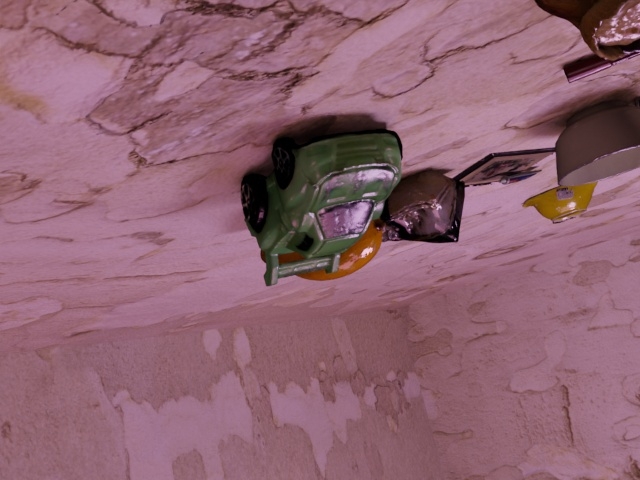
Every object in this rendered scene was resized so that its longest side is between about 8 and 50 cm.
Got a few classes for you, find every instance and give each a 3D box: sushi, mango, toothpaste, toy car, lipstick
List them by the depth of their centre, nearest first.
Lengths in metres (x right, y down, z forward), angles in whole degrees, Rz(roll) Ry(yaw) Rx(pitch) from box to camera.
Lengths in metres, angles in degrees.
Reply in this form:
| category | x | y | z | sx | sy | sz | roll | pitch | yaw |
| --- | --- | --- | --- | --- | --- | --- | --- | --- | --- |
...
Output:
| category | x | y | z | sx | sy | sz | roll | pitch | yaw |
| --- | --- | --- | --- | --- | --- | --- | --- | --- | --- |
| lipstick | 0.451 | -0.278 | 1.103 | 0.177 | 0.027 | 0.027 | -20 | 167 | 18 |
| toy car | 0.001 | -0.056 | 1.247 | 0.214 | 0.176 | 0.359 | -9 | 167 | -26 |
| mango | 0.000 | 0.000 | 1.512 | 0.317 | 0.176 | 0.119 | -7 | 147 | 40 |
| sushi | 0.157 | -0.066 | 1.568 | 0.273 | 0.134 | 0.109 | -4 | 161 | 32 |
| toothpaste | 0.444 | -0.142 | 1.673 | 0.140 | 0.021 | 0.037 | -14 | 170 | -38 |

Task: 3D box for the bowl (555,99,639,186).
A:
| category | x | y | z | sx | sy | sz | roll | pitch | yaw |
| --- | --- | --- | --- | --- | --- | --- | --- | --- | --- |
| bowl | 0.531 | -0.188 | 1.390 | 0.212 | 0.112 | 0.211 | -12 | 169 | -3 |

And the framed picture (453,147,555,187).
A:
| category | x | y | z | sx | sy | sz | roll | pitch | yaw |
| --- | --- | --- | --- | --- | --- | --- | --- | --- | --- |
| framed picture | 0.393 | -0.155 | 1.625 | 0.200 | 0.010 | 0.195 | -8 | 167 | -26 |

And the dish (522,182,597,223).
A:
| category | x | y | z | sx | sy | sz | roll | pitch | yaw |
| --- | --- | --- | --- | --- | --- | --- | --- | --- | --- |
| dish | 0.660 | -0.097 | 2.031 | 0.208 | 0.080 | 0.149 | -22 | 165 | 27 |

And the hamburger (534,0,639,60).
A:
| category | x | y | z | sx | sy | sz | roll | pitch | yaw |
| --- | --- | --- | --- | --- | --- | --- | --- | --- | --- |
| hamburger | 0.347 | -0.287 | 0.695 | 0.285 | 0.134 | 0.265 | -17 | 162 | -11 |

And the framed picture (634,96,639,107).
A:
| category | x | y | z | sx | sy | sz | roll | pitch | yaw |
| --- | --- | --- | --- | --- | --- | --- | --- | --- | --- |
| framed picture | 0.624 | -0.263 | 1.399 | 0.066 | 0.006 | 0.089 | -18 | 167 | 20 |
